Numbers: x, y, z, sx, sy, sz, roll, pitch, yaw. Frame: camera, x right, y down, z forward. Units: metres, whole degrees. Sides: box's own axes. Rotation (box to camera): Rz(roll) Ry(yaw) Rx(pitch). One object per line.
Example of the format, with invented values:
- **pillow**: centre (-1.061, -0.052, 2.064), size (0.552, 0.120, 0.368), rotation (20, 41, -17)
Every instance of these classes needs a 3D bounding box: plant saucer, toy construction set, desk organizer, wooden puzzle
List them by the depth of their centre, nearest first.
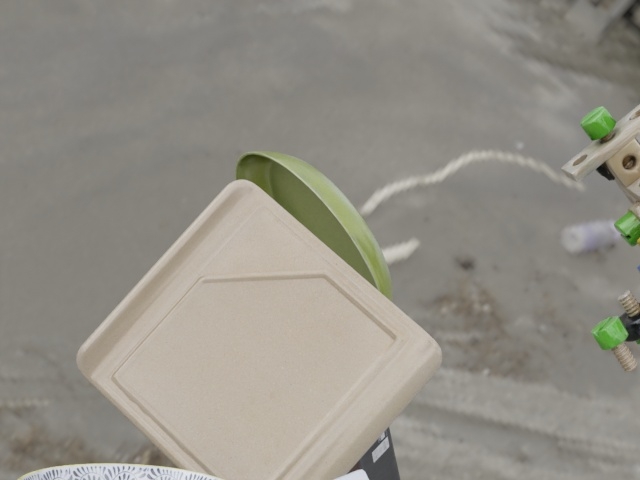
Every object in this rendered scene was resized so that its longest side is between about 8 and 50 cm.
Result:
- **wooden puzzle**: centre (-0.052, 0.101, 1.379), size (0.239, 0.221, 0.044), rotation (41, -3, 14)
- **desk organizer**: centre (0.039, 0.210, 1.576), size (0.050, 0.130, 0.047), rotation (30, 61, 31)
- **plant saucer**: centre (0.000, 0.000, 1.713), size (0.037, 0.241, 0.241), rotation (-37, 77, -21)
- **toy construction set**: centre (0.409, -0.061, 1.790), size (0.237, 0.309, 0.257), rotation (56, 25, -9)

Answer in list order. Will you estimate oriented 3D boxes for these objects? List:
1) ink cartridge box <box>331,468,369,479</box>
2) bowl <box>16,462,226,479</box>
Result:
- **ink cartridge box**: centre (-0.091, 0.298, 1.077), size (0.272, 0.309, 0.130), rotation (-19, 68, -17)
- **bowl**: centre (-0.136, 0.216, 1.171), size (0.170, 0.170, 0.080), rotation (1, 96, -39)
